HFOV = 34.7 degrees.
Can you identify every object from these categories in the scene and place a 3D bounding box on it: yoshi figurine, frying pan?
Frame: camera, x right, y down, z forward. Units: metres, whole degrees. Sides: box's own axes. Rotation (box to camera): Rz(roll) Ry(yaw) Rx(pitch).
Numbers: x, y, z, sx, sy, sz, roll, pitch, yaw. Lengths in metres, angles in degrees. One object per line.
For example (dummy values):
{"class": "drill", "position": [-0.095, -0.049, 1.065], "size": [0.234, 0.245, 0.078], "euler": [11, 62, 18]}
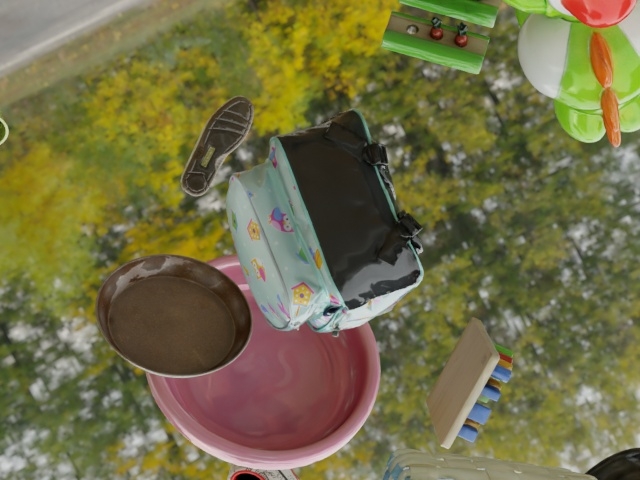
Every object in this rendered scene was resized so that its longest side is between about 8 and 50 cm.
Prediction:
{"class": "yoshi figurine", "position": [0.190, -0.235, 0.791], "size": [0.204, 0.362, 0.203], "euler": [21, -115, 32]}
{"class": "frying pan", "position": [0.383, 0.406, 1.519], "size": [0.326, 0.053, 0.197], "euler": [-35, -168, 44]}

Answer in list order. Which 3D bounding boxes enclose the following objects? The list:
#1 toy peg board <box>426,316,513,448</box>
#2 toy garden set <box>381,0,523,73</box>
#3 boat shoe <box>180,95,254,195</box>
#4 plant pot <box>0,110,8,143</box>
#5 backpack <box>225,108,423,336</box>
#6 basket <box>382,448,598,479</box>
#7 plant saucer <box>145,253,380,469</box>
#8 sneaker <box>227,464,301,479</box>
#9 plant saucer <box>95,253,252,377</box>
{"class": "toy peg board", "position": [0.241, 0.225, 1.557], "size": [0.160, 0.079, 0.161], "euler": [-99, -146, -74]}
{"class": "toy garden set", "position": [0.198, -0.287, 1.110], "size": [0.049, 0.204, 0.244], "euler": [96, 12, -61]}
{"class": "boat shoe", "position": [-0.183, -0.166, 1.750], "size": [0.190, 0.068, 0.072], "euler": [-54, -163, 0]}
{"class": "plant pot", "position": [-0.476, -0.181, 1.419], "size": [0.083, 0.079, 0.083], "euler": [-8, 146, -5]}
{"class": "backpack", "position": [0.000, 0.000, 0.883], "size": [0.144, 0.165, 0.188], "euler": [-24, 168, -6]}
{"class": "basket", "position": [0.130, 0.333, 0.874], "size": [0.255, 0.288, 0.201], "euler": [4, 180, -2]}
{"class": "plant saucer", "position": [-0.084, 0.174, 1.440], "size": [0.332, 0.332, 0.084], "euler": [-31, 158, -34]}
{"class": "sneaker", "position": [-0.050, 0.453, 1.702], "size": [0.090, 0.270, 0.145], "euler": [-40, -176, 17]}
{"class": "plant saucer", "position": [-0.158, 0.085, 1.098], "size": [0.168, 0.168, 0.029], "euler": [-32, 155, -41]}
